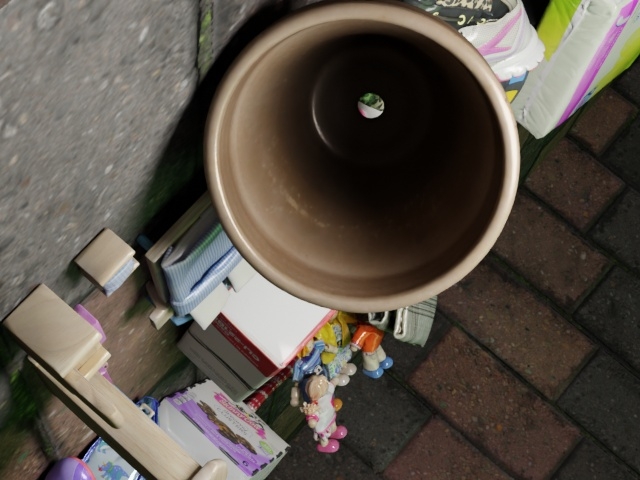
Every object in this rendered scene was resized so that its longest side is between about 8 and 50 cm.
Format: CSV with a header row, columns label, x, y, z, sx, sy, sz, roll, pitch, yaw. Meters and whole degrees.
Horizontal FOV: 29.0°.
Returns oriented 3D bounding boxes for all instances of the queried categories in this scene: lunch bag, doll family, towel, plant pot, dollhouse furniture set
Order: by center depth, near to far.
label,x,y,z,sx,sy,sz,roll,pitch,yaw
plant pot,0.043,-0.096,1.109,0.263,0.263,0.229,-53,-174,18
dollhouse furniture set,-0.095,0.069,1.160,0.303,0.198,0.286,-47,170,-17
lunch bag,-0.250,0.286,1.591,0.129,0.096,0.151,109,5,-61
doll family,0.004,0.182,1.868,0.263,0.118,0.163,-54,142,-41
towel,0.161,0.007,1.939,0.324,0.056,0.312,30,73,-72
towel,-0.068,0.209,2.038,0.275,0.031,0.199,-43,-172,-24

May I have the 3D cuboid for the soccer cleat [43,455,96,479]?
label,x,y,z,sx,sy,sz,roll,pitch,yaw
soccer cleat,-0.336,0.352,1.488,0.095,0.083,0.248,-31,161,-49

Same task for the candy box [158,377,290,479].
label,x,y,z,sx,sy,sz,roll,pitch,yaw
candy box,-0.149,0.287,1.792,0.070,0.165,0.196,-51,170,12

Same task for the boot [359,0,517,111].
label,x,y,z,sx,sy,sz,roll,pitch,yaw
boot,0.108,-0.223,1.308,0.178,0.085,0.236,-51,163,16

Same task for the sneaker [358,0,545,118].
label,x,y,z,sx,sy,sz,roll,pitch,yaw
sneaker,0.142,-0.218,1.453,0.252,0.103,0.111,-33,126,-16

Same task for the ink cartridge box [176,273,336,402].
label,x,y,z,sx,sy,sz,roll,pitch,yaw
ink cartridge box,-0.050,0.071,1.473,0.197,0.114,0.273,-46,179,-21

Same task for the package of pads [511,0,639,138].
label,x,y,z,sx,sy,sz,roll,pitch,yaw
package of pads,0.388,-0.302,1.708,0.229,0.101,0.296,-38,164,-29

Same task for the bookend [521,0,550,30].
label,x,y,z,sx,sy,sz,roll,pitch,yaw
bookend,0.252,-0.278,1.735,0.157,0.072,0.156,-39,164,-45

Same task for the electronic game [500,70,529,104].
label,x,y,z,sx,sy,sz,roll,pitch,yaw
electronic game,0.176,-0.189,1.612,0.229,0.048,0.229,-25,151,-15
